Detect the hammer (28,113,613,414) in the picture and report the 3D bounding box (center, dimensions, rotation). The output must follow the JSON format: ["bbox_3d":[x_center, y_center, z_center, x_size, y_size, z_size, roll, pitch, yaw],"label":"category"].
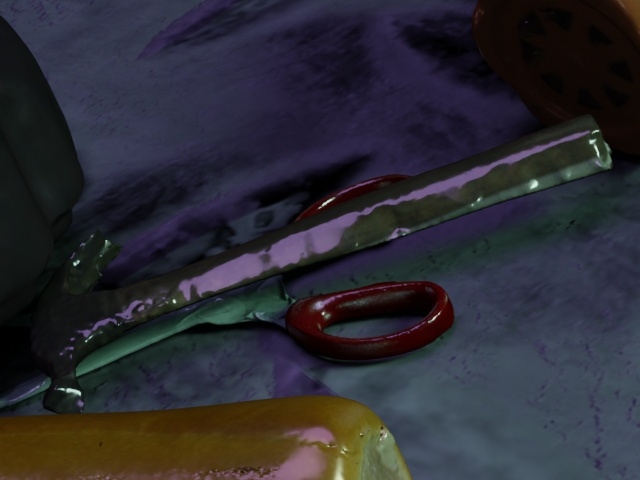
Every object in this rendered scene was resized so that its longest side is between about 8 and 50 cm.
[{"bbox_3d":[0.000,0.001,0.709,0.297,0.027,0.125,-19,37,2],"label":"hammer"}]

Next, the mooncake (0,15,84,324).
[{"bbox_3d":[-0.260,-0.008,0.767,0.283,0.141,0.283,-16,33,11],"label":"mooncake"}]

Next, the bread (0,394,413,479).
[{"bbox_3d":[-0.080,0.105,0.579,0.239,0.074,0.092,-7,29,15],"label":"bread"}]

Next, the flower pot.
[{"bbox_3d":[0.178,-0.144,0.758,0.190,0.190,0.173,18,59,42],"label":"flower pot"}]

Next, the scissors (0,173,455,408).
[{"bbox_3d":[-0.060,0.034,0.731,0.248,0.017,0.144,-15,32,6],"label":"scissors"}]
